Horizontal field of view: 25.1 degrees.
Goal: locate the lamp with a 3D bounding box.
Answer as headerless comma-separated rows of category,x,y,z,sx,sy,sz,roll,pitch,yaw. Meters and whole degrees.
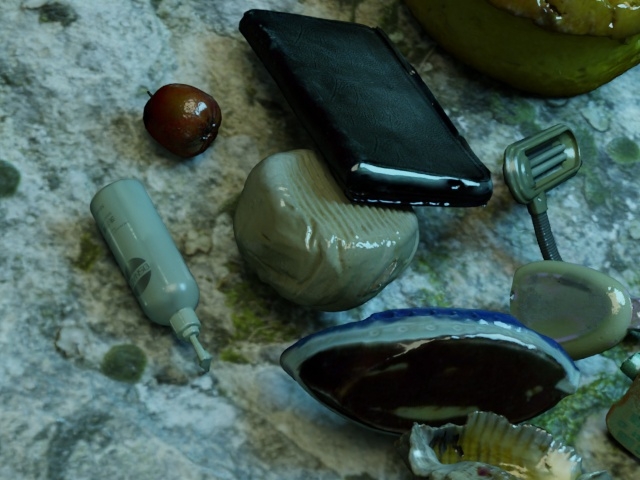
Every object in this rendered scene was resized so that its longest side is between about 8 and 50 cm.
lamp,0.309,-0.002,1.398,0.283,0.124,0.203,29,33,13

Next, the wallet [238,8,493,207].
wallet,0.042,-0.133,1.403,0.172,0.045,0.318,3,34,-28

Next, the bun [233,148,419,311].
bun,0.000,0.000,1.311,0.166,0.113,0.173,20,30,-3

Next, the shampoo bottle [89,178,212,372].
shampoo bottle,-0.145,0.032,1.294,0.056,0.056,0.195,-20,59,-24

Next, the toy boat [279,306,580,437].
toy boat,0.097,0.109,1.264,0.262,0.114,0.115,-1,20,-15

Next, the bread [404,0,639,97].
bread,0.253,-0.338,1.552,0.398,0.215,0.398,5,55,-7

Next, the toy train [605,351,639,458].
toy train,0.340,0.172,1.265,0.188,0.099,0.072,39,53,18

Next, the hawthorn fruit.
hawthorn fruit,-0.136,-0.118,1.399,0.077,0.077,0.077,6,53,-8

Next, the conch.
conch,0.147,0.215,1.158,0.245,0.163,0.178,-8,65,-37

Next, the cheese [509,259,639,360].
cheese,0.262,0.065,1.298,0.192,0.037,0.097,-1,77,28
